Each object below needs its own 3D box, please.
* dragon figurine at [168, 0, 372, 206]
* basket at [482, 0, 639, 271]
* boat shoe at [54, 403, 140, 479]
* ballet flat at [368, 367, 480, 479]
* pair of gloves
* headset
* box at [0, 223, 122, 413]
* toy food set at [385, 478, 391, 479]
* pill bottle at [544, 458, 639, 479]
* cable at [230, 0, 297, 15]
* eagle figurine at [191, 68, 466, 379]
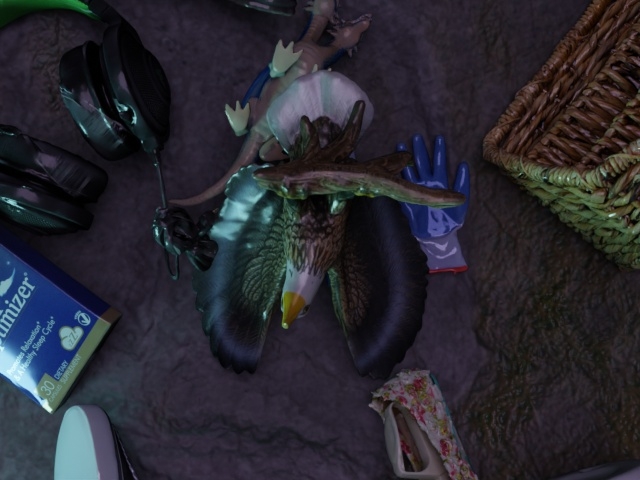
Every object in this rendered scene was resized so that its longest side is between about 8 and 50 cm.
[{"bbox_3d":[-0.042,-0.144,1.360,0.085,0.144,0.289,34,102,0],"label":"dragon figurine"},{"bbox_3d":[0.343,-0.149,1.318,0.223,0.213,0.299,40,82,2],"label":"basket"},{"bbox_3d":[-0.191,0.310,1.291,0.102,0.108,0.301,-6,77,-37],"label":"boat shoe"},{"bbox_3d":[0.116,0.243,1.302,0.077,0.091,0.241,-11,61,-29],"label":"ballet flat"},{"bbox_3d":[0.069,-0.031,1.384,0.198,0.023,0.159,-8,83,-5],"label":"pair of gloves"},{"bbox_3d":[-0.250,-0.108,1.284,0.394,0.185,0.243,42,91,16],"label":"headset"},{"bbox_3d":[-0.328,0.061,1.312,0.225,0.036,0.136,37,116,3],"label":"box"},{"bbox_3d":[0.094,0.352,1.335,0.132,0.038,0.192,-43,92,0],"label":"toy food set"},{"bbox_3d":[0.297,0.376,1.276,0.160,0.160,0.283,-17,85,-5],"label":"pill bottle"},{"bbox_3d":[-0.166,-0.278,1.357,0.287,0.139,0.072,19,101,-4],"label":"cable"},{"bbox_3d":[-0.006,0.008,1.271,0.225,0.298,0.226,-38,69,-22],"label":"eagle figurine"}]
